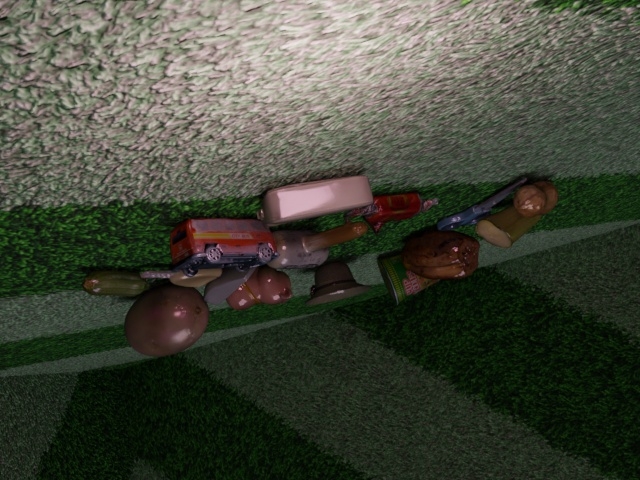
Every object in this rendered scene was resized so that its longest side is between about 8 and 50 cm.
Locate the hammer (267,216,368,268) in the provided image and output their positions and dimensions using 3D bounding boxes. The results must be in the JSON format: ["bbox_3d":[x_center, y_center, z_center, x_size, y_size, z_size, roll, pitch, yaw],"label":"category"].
[{"bbox_3d":[0.000,0.000,1.701,0.306,0.113,0.202,-20,170,42],"label":"hammer"}]

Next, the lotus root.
[{"bbox_3d":[0.408,0.051,2.267,0.193,0.193,0.291,-2,-179,-43],"label":"lotus root"}]

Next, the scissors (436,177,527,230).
[{"bbox_3d":[0.527,-0.113,2.024,0.193,0.029,0.447,-11,167,-18],"label":"scissors"}]

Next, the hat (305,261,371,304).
[{"bbox_3d":[0.053,0.149,2.404,0.258,0.130,0.257,-13,167,-3],"label":"hat"}]

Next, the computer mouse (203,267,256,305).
[{"bbox_3d":[-0.278,0.115,1.951,0.231,0.079,0.128,-37,-164,29],"label":"computer mouse"}]

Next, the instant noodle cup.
[{"bbox_3d":[0.368,0.118,2.548,0.233,0.206,0.207,-23,168,-2],"label":"instant noodle cup"}]

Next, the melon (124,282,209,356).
[{"bbox_3d":[-0.493,0.255,2.050,0.317,0.222,0.223,-25,164,37],"label":"melon"}]

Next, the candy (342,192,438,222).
[{"bbox_3d":[0.191,-0.087,1.693,0.292,0.059,0.086,-8,162,-31],"label":"candy"}]

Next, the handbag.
[{"bbox_3d":[-0.018,-0.086,1.448,0.256,0.079,0.219,-11,178,-15],"label":"handbag"}]

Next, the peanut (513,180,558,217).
[{"bbox_3d":[0.640,-0.124,1.909,0.263,0.101,0.117,-12,137,-54],"label":"peanut"}]

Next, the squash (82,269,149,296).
[{"bbox_3d":[-0.547,0.114,1.709,0.077,0.068,0.219,3,176,30],"label":"squash"}]

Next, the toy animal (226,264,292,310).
[{"bbox_3d":[-0.221,0.156,2.125,0.248,0.149,0.165,-2,-179,-5],"label":"toy animal"}]

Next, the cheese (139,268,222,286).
[{"bbox_3d":[-0.406,0.096,1.836,0.127,0.054,0.252,-27,162,35],"label":"cheese"}]

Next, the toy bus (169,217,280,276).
[{"bbox_3d":[-0.223,0.010,1.508,0.265,0.119,0.121,-1,162,-45],"label":"toy bus"}]

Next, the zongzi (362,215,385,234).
[{"bbox_3d":[0.163,-0.070,1.792,0.083,0.067,0.073,-35,153,5],"label":"zongzi"}]

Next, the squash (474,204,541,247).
[{"bbox_3d":[0.665,-0.063,2.147,0.288,0.137,0.137,-24,173,-26],"label":"squash"}]
